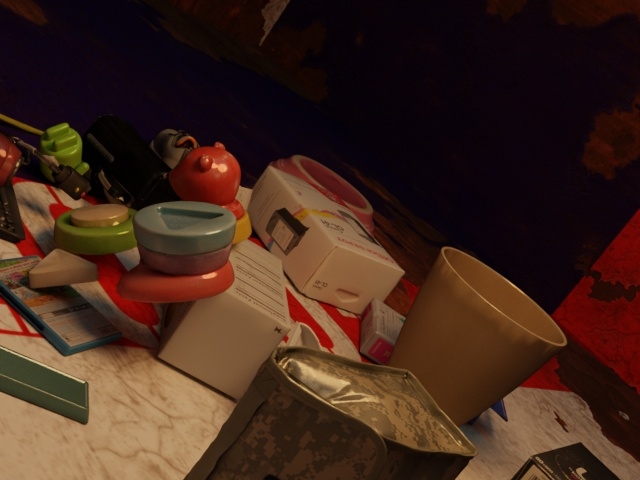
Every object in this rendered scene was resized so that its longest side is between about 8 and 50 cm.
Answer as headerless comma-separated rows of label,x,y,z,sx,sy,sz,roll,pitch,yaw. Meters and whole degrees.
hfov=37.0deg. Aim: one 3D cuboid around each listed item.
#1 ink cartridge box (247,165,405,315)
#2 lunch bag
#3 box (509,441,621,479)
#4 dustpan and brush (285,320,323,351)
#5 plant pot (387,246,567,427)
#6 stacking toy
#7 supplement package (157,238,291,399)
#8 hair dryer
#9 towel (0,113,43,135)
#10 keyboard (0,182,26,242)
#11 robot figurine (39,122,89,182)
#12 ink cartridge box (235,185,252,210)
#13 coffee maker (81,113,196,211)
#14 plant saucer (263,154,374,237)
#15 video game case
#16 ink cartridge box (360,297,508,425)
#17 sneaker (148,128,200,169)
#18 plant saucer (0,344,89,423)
ink cartridge box,0.000,0.000,1.987,0.226,0.131,0.306,21,20,-43
lunch bag,-0.011,0.248,1.015,0.287,0.235,0.169,20,22,-46
box,0.391,0.433,1.509,0.165,0.143,0.270,44,17,27
dustpan and brush,-0.005,0.233,1.293,0.060,0.211,0.147,2,37,18
plant pot,0.229,0.196,1.619,0.256,0.274,0.256,32,16,-10
stacking toy,-0.237,-0.039,1.290,0.279,0.131,0.309,2,21,-2
supplement package,-0.139,0.093,1.386,0.133,0.139,0.244,31,15,-16
hair dryer,-0.494,-0.133,1.369,0.223,0.080,0.293,26,-3,34
towel,-0.525,-0.195,1.463,0.102,0.021,0.237,19,-1,13
keyboard,-0.531,-0.116,1.373,0.201,0.033,0.317,24,18,-37
robot figurine,-0.421,-0.139,1.546,0.067,0.115,0.101,-30,68,-31
ink cartridge box,-0.186,-0.036,1.670,0.045,0.146,0.179,17,2,15
coffee maker,-0.311,-0.129,1.623,0.178,0.171,0.120,46,-13,24
plant saucer,0.011,-0.114,2.440,0.332,0.084,0.332,32,16,-10
video game case,-0.345,0.079,1.220,0.166,0.015,0.119,40,16,13
ink cartridge box,0.216,0.244,1.853,0.311,0.065,0.186,32,16,-7
sneaker,-0.285,-0.177,1.942,0.100,0.108,0.271,28,16,-21
plant saucer,-0.337,0.143,1.045,0.192,0.018,0.067,30,17,-25
